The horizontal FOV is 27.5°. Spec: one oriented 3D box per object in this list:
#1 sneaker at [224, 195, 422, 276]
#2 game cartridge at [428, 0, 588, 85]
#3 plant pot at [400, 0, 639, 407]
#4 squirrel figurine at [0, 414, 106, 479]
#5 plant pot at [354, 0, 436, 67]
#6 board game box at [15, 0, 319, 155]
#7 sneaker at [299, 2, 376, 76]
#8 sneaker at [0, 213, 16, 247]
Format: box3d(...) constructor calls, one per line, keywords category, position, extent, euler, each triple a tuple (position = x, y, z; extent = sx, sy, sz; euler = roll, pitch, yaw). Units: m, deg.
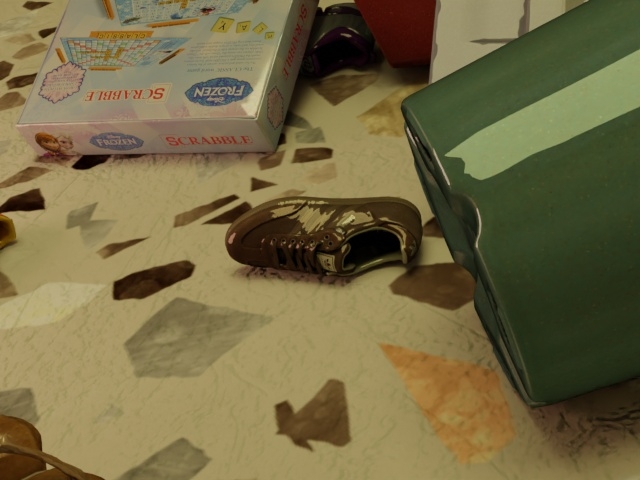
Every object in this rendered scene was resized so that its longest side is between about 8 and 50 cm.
box3d(category="sneaker", position=(0.000, 0.000, 1.212), extent=(0.188, 0.066, 0.071), euler=(-9, 33, 9))
box3d(category="game cartridge", position=(0.225, -0.213, 1.272), extent=(0.230, 0.068, 0.355), euler=(-1, 64, 16))
box3d(category="plant pot", position=(0.257, -0.054, 0.974), extent=(0.334, 0.341, 0.341), euler=(-22, 31, 1))
box3d(category="squirrel figurine", position=(-0.289, 0.258, 0.792), extent=(0.370, 0.281, 0.397), euler=(16, 55, 24))
box3d(category="plant pot", position=(0.144, -0.353, 1.533), extent=(0.236, 0.267, 0.267), euler=(-25, 22, 14))
box3d(category="board game box", position=(-0.169, -0.246, 1.566), extent=(0.319, 0.066, 0.318), euler=(1, 57, 23))
box3d(category="sneaker", position=(-0.041, -0.237, 1.597), extent=(0.224, 0.083, 0.098), euler=(-9, 36, 7))
box3d(category="sneaker", position=(-0.376, 0.020, 1.337), extent=(0.067, 0.064, 0.175), euler=(12, 41, 20))
